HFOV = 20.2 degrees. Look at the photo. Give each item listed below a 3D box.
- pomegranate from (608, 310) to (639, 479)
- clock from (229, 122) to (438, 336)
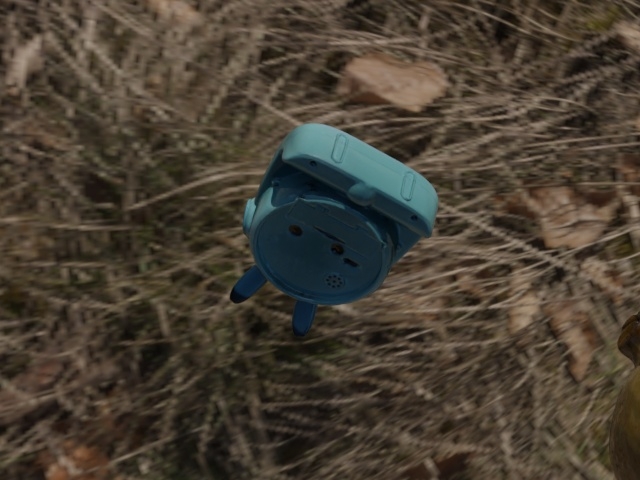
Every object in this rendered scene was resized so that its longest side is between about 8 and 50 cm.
[{"bbox_3d":[0.407,0.173,1.593,0.307,0.307,0.307,1,92,17],"label":"pomegranate"},{"bbox_3d":[0.000,-0.001,1.149,0.108,0.045,0.147,28,130,-9],"label":"clock"}]
